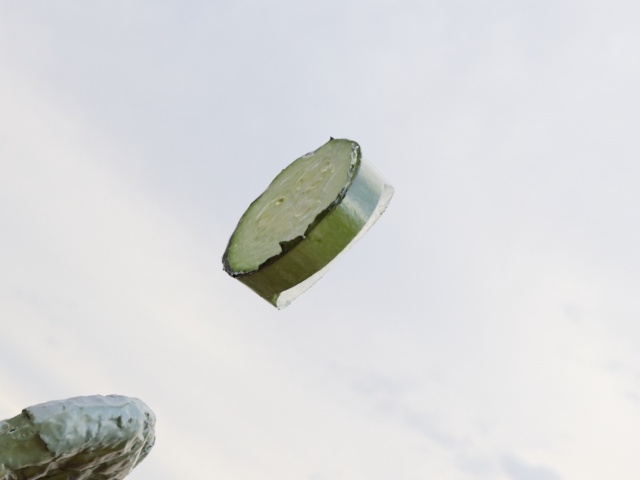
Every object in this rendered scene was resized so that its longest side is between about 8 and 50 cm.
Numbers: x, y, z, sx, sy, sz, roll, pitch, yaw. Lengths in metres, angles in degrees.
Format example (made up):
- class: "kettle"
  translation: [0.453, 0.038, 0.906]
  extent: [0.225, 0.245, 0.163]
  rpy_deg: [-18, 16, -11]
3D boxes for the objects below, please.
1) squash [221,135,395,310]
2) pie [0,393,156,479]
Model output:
- class: "squash"
  translation: [-0.003, -0.006, 1.676]
  extent: [0.133, 0.220, 0.220]
  rpy_deg: [46, -22, -13]
- class: "pie"
  translation: [-0.307, 0.243, 1.541]
  extent: [0.306, 0.306, 0.071]
  rpy_deg: [94, -27, -67]
